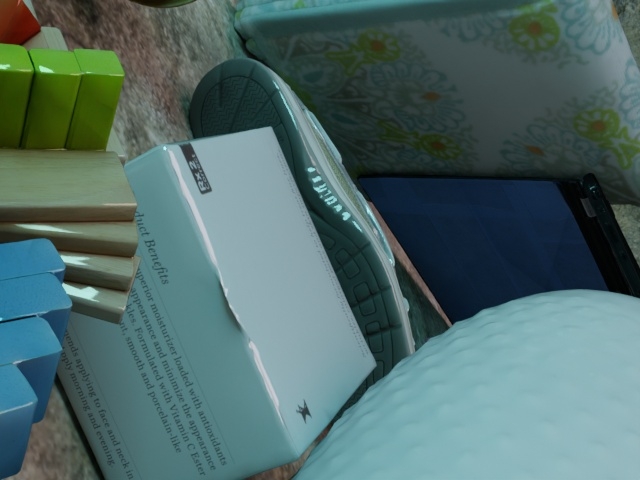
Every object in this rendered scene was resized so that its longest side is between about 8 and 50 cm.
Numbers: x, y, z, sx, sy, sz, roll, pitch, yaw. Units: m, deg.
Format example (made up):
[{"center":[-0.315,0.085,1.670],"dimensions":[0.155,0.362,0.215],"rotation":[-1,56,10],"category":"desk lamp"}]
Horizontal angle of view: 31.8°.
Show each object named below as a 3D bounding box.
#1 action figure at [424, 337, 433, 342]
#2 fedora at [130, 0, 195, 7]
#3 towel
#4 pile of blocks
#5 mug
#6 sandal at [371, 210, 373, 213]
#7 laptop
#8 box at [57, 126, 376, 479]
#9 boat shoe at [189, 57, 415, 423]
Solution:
[{"center":[0.148,0.254,0.993],"dimensions":[0.248,0.276,0.370],"rotation":[31,59,-53],"category":"action figure"},{"center":[-0.136,-0.258,0.784],"dimensions":[0.079,0.194,0.194],"rotation":[-20,86,-56],"category":"fedora"},{"center":[0.132,-0.155,1.116],"dimensions":[0.320,0.375,0.090],"rotation":[50,53,-42],"category":"towel"},{"center":[-0.141,-0.015,0.446],"dimensions":[0.149,0.112,0.362],"rotation":[15,38,-10],"category":"pile of blocks"},{"center":[0.150,0.178,0.573],"dimensions":[0.328,0.374,0.276],"rotation":[-49,120,-46],"category":"mug"},{"center":[0.019,-0.029,1.095],"dimensions":[0.090,0.060,0.219],"rotation":[4,64,-69],"category":"sandal"},{"center":[0.251,0.133,1.189],"dimensions":[0.382,0.236,0.407],"rotation":[53,17,-41],"category":"laptop"},{"center":[-0.070,0.039,0.675],"dimensions":[0.181,0.119,0.182],"rotation":[67,18,-2],"category":"box"},{"center":[-0.003,0.000,0.923],"dimensions":[0.320,0.118,0.103],"rotation":[63,22,11],"category":"boat shoe"}]
